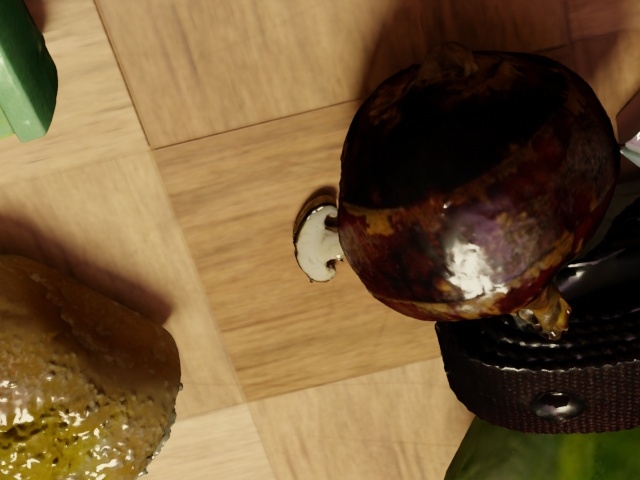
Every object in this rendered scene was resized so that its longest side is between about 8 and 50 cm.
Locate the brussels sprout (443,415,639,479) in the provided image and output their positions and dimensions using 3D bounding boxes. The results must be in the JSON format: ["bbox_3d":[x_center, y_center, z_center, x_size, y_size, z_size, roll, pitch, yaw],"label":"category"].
[{"bbox_3d":[0.273,0.262,1.573,0.276,0.314,0.371,4,156,42],"label":"brussels sprout"}]

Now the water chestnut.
[{"bbox_3d":[0.119,-0.030,1.279,0.224,0.223,0.238,-32,111,21],"label":"water chestnut"}]

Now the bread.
[{"bbox_3d":[-0.234,0.139,1.415,0.246,0.176,0.195,30,125,-35],"label":"bread"}]

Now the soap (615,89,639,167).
[{"bbox_3d":[0.311,-0.087,1.370,0.149,0.056,0.100,17,134,-21],"label":"soap"}]

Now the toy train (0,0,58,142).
[{"bbox_3d":[-0.304,-0.163,1.129,0.202,0.120,0.301,-17,137,3],"label":"toy train"}]

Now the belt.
[{"bbox_3d":[0.236,0.048,1.409,0.289,0.184,0.164,-12,145,1],"label":"belt"}]

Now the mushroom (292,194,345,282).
[{"bbox_3d":[0.000,0.000,1.431,0.049,0.019,0.101,-4,138,-7],"label":"mushroom"}]
